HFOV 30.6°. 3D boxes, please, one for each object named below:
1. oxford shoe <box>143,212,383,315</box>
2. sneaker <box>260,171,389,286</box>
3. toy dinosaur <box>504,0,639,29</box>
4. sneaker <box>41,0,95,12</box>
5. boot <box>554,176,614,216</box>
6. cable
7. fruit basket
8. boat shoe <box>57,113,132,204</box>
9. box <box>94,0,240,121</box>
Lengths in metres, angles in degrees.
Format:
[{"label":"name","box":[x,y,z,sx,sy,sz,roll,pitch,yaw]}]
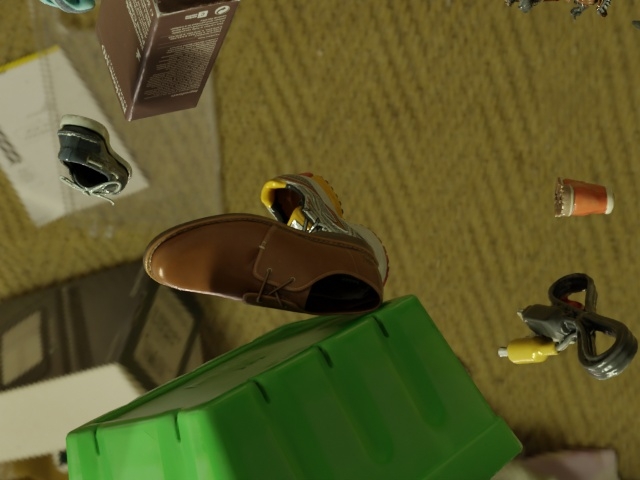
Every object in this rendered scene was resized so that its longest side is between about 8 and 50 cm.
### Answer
[{"label":"oxford shoe","box":[-0.044,0.027,0.999,0.212,0.076,0.076,4,120,-16]},{"label":"sneaker","box":[0.000,0.000,1.489,0.225,0.092,0.088,48,119,31]},{"label":"toy dinosaur","box":[0.385,-0.374,1.475,0.322,0.218,0.164,-42,142,5]},{"label":"sneaker","box":[-0.274,-0.281,1.155,0.283,0.122,0.110,-14,161,29]},{"label":"boot","box":[0.392,-0.062,1.742,0.084,0.158,0.059,0,99,4]},{"label":"cable","box":[0.316,0.108,1.384,0.139,0.287,0.072,-39,105,-11]},{"label":"fruit basket","box":[0.014,0.262,0.961,0.283,0.392,0.392,-16,121,39]},{"label":"boat shoe","box":[-0.346,-0.111,1.778,0.095,0.079,0.254,14,165,1]},{"label":"box","box":[-0.252,-0.358,1.851,0.143,0.191,0.381,-16,166,-19]}]
